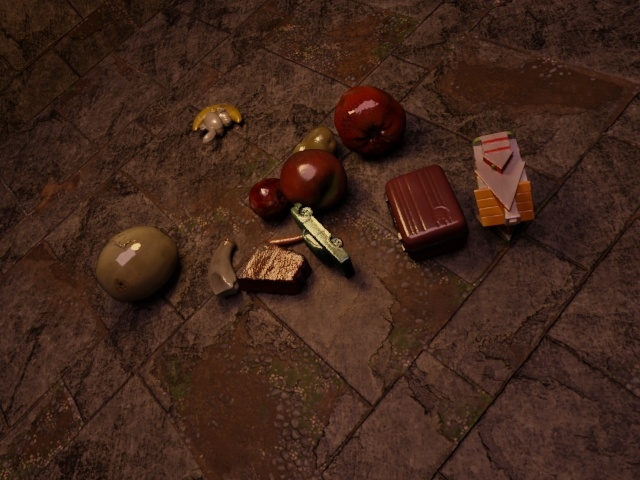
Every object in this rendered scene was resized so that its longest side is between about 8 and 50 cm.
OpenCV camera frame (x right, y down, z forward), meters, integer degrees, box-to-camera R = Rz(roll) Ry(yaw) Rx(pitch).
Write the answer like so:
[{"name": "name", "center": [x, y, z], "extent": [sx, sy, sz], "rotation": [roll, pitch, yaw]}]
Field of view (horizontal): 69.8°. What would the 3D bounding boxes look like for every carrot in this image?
[{"name": "carrot", "center": [-0.124, 0.002, 1.786], "extent": [0.190, 0.037, 0.037], "rotation": [-10, 58, 10]}]

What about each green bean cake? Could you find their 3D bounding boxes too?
[{"name": "green bean cake", "center": [-0.166, 0.119, 1.691], "extent": [0.233, 0.097, 0.198], "rotation": [15, 65, 27]}]

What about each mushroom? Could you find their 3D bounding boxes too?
[{"name": "mushroom", "center": [-0.380, 0.103, 1.779], "extent": [0.118, 0.103, 0.270], "rotation": [-21, 50, 8]}]

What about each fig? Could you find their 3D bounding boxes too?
[{"name": "fig", "center": [-0.227, -0.168, 1.859], "extent": [0.207, 0.175, 0.175], "rotation": [-1, 59, 36]}]

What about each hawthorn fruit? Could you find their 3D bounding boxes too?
[{"name": "hawthorn fruit", "center": [0.183, -0.483, 1.832], "extent": [0.275, 0.275, 0.299], "rotation": [-36, 44, -3]}]

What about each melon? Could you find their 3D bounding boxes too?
[{"name": "melon", "center": [-0.716, 0.082, 1.810], "extent": [0.268, 0.268, 0.330], "rotation": [33, 68, 32]}]

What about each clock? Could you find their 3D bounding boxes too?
[{"name": "clock", "center": [0.585, -0.157, 1.499], "extent": [0.166, 0.235, 0.309], "rotation": [-9, 58, 16]}]

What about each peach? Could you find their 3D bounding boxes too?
[{"name": "peach", "center": [-0.028, -0.239, 1.763], "extent": [0.252, 0.252, 0.252], "rotation": [-9, 58, 15]}]

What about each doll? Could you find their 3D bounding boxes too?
[{"name": "doll", "center": [-0.504, -0.574, 2.224], "extent": [0.237, 0.111, 0.252], "rotation": [-29, 52, -18]}]

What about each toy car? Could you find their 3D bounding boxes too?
[{"name": "toy car", "center": [0.000, 0.000, 1.661], "extent": [0.097, 0.141, 0.320], "rotation": [-39, 60, -9]}]

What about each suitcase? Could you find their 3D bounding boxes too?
[{"name": "suitcase", "center": [0.364, -0.098, 1.588], "extent": [0.236, 0.161, 0.297], "rotation": [-19, 55, 9]}]

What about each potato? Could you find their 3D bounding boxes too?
[{"name": "potato", "center": [-0.027, -0.380, 1.909], "extent": [0.194, 0.157, 0.157], "rotation": [-31, 55, 2]}]
